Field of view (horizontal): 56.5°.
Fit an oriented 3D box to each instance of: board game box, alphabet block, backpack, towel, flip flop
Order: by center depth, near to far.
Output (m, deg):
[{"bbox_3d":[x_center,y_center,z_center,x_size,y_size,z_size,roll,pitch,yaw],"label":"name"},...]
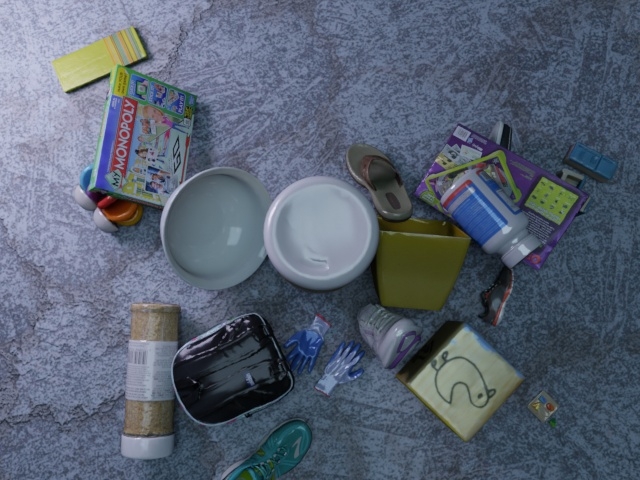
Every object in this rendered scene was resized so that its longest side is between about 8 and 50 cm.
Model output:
[{"bbox_3d":[-0.210,0.306,1.390,0.254,0.191,0.225,-26,81,-11],"label":"backpack"},{"bbox_3d":[0.319,0.321,1.397,0.192,0.193,0.197,43,84,6],"label":"alphabet block"},{"bbox_3d":[0.423,-0.107,1.421,0.347,0.056,0.208,35,97,19],"label":"board game box"},{"bbox_3d":[-0.425,-0.243,1.448,0.214,0.046,0.317,16,70,-37],"label":"board game box"},{"bbox_3d":[0.146,-0.156,1.463,0.112,0.080,0.277,-16,49,-8],"label":"flip flop"},{"bbox_3d":[-0.581,-0.476,1.570,0.237,0.021,0.102,-25,78,-3],"label":"towel"}]

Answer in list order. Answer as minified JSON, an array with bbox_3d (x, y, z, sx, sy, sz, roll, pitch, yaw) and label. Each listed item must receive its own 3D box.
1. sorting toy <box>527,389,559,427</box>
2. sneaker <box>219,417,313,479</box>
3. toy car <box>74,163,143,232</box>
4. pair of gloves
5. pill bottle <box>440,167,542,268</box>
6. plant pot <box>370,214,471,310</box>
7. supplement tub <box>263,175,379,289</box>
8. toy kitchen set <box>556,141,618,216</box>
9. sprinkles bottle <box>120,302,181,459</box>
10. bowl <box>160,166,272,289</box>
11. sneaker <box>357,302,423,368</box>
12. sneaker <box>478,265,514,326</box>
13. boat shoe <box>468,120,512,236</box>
[{"bbox_3d":[0.563,0.421,1.477,0.062,0.012,0.083,-43,85,-6],"label":"sorting toy"},{"bbox_3d":[-0.127,0.534,1.404,0.275,0.110,0.107,-41,85,-6],"label":"sneaker"},{"bbox_3d":[-0.518,-0.118,1.465,0.159,0.136,0.182,-41,85,-5],"label":"toy car"},{"bbox_3d":[0.011,0.290,1.481,0.198,0.023,0.159,37,84,4],"label":"pair of gloves"},{"bbox_3d":[0.386,-0.046,1.343,0.124,0.124,0.221,-37,75,-5],"label":"pill bottle"},{"bbox_3d":[0.219,0.054,1.425,0.212,0.212,0.187,4,102,-2],"label":"plant pot"},{"bbox_3d":[0.000,0.000,1.361,0.241,0.331,0.240,0,83,-1],"label":"supplement tub"},{"bbox_3d":[0.662,-0.142,1.472,0.122,0.166,0.207,29,84,3],"label":"toy kitchen set"},{"bbox_3d":[-0.401,0.328,1.419,0.121,0.121,0.355,2,83,-1],"label":"sprinkles bottle"},{"bbox_3d":[-0.266,-0.038,1.433,0.298,0.134,0.297,-12,109,-37],"label":"bowl"},{"bbox_3d":[0.139,0.210,1.354,0.114,0.305,0.152,-42,80,-11],"label":"sneaker"},{"bbox_3d":[0.437,0.132,1.490,0.065,0.061,0.157,18,82,8],"label":"sneaker"},{"bbox_3d":[0.448,-0.146,1.503,0.091,0.114,0.302,12,95,1],"label":"boat shoe"}]
